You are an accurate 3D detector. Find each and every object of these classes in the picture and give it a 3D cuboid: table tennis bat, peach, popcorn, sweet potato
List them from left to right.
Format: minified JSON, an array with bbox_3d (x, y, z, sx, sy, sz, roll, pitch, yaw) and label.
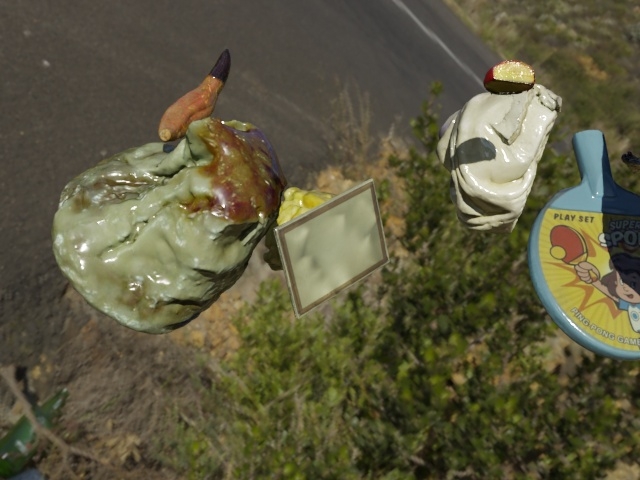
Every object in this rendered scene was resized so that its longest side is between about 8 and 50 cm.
[{"bbox_3d":[-0.227,-0.248,1.410,0.058,0.078,0.255,20,51,14],"label":"sweet potato"},{"bbox_3d":[-0.008,0.005,1.669,0.249,0.225,0.249,25,7,-3],"label":"popcorn"},{"bbox_3d":[0.339,-0.294,1.394,0.077,0.083,0.050,24,71,-47],"label":"peach"},{"bbox_3d":[0.364,-0.003,0.990,0.215,0.044,0.329,5,60,-5],"label":"table tennis bat"}]

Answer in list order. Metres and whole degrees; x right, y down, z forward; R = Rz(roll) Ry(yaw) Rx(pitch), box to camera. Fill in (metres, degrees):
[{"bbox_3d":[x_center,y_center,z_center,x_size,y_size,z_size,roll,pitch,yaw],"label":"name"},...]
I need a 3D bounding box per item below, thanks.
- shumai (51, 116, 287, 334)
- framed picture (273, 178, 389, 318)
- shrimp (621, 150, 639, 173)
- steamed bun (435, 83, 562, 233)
[{"bbox_3d":[-0.222,-0.057,1.314,0.324,0.323,0.397,52,40,-6],"label":"shumai"},{"bbox_3d":[0.027,0.012,1.349,0.010,0.231,0.173,15,-55,48],"label":"framed picture"},{"bbox_3d":[0.455,-0.163,1.030,0.035,0.148,0.195,45,-14,33],"label":"shrimp"},{"bbox_3d":[0.384,-0.206,1.782,0.238,0.394,0.346,19,39,11],"label":"steamed bun"}]
